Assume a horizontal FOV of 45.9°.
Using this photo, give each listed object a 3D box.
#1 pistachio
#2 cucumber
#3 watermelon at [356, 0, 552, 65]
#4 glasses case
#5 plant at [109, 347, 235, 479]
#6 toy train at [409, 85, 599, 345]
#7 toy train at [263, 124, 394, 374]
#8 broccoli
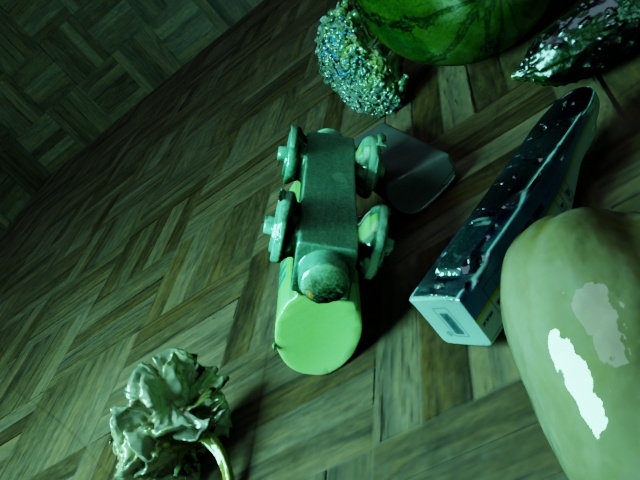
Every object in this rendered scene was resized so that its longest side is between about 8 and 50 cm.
[{"bbox_3d":[0.142,0.056,0.357,0.185,0.108,0.126,-93,27,-53],"label":"pistachio"},{"bbox_3d":[0.297,-0.216,0.635,0.300,0.072,0.072,-35,23,23],"label":"cucumber"},{"bbox_3d":[0.149,-0.316,0.843,0.242,0.242,0.242,-35,23,18],"label":"watermelon"},{"bbox_3d":[0.075,-0.080,0.789,0.072,0.042,0.190,-38,22,0],"label":"glasses case"},{"bbox_3d":[-0.107,0.153,0.611,0.122,0.104,0.116,13,78,35],"label":"plant"},{"bbox_3d":[0.152,-0.026,0.554,0.234,0.051,0.052,-50,23,-27],"label":"toy train"},{"bbox_3d":[0.000,0.000,0.669,0.253,0.105,0.157,-90,10,-58],"label":"toy train"},{"bbox_3d":[0.073,-0.247,0.983,0.160,0.154,0.167,-20,23,0],"label":"broccoli"}]
